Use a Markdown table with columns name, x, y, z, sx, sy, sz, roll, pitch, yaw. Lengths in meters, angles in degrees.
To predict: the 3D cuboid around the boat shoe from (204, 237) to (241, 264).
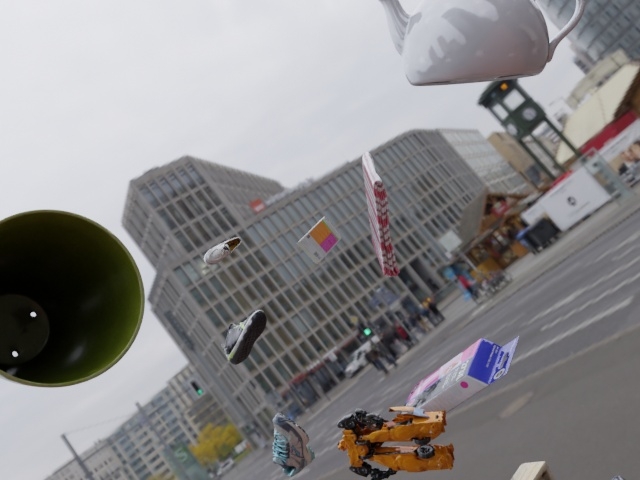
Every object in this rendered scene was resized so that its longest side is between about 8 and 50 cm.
| name | x | y | z | sx | sy | sz | roll | pitch | yaw |
| --- | --- | --- | --- | --- | --- | --- | --- | --- | --- |
| boat shoe | -0.217 | 0.021 | 1.455 | 0.100 | 0.035 | 0.035 | -31 | -1 | -36 |

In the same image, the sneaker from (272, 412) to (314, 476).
| name | x | y | z | sx | sy | sz | roll | pitch | yaw |
| --- | --- | --- | --- | --- | --- | --- | --- | --- | --- |
| sneaker | -0.104 | 0.679 | 2.120 | 0.122 | 0.110 | 0.283 | -44 | -46 | -27 |

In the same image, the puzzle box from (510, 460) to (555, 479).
| name | x | y | z | sx | sy | sz | roll | pitch | yaw |
| --- | --- | --- | --- | --- | --- | --- | --- | --- | --- |
| puzzle box | 0.306 | 0.561 | 0.961 | 0.052 | 0.272 | 0.409 | -27 | 1 | 43 |

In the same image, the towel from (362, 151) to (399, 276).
| name | x | y | z | sx | sy | sz | roll | pitch | yaw |
| --- | --- | --- | --- | --- | --- | --- | --- | --- | --- |
| towel | 0.106 | -0.049 | 1.164 | 0.029 | 0.197 | 0.144 | -10 | 29 | -1 |

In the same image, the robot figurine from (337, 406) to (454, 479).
| name | x | y | z | sx | sy | sz | roll | pitch | yaw |
| --- | --- | --- | --- | --- | --- | --- | --- | --- | --- |
| robot figurine | 0.185 | 0.513 | 1.656 | 0.291 | 0.211 | 0.085 | -8 | 16 | 22 |

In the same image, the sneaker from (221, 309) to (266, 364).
| name | x | y | z | sx | sy | sz | roll | pitch | yaw |
| --- | --- | --- | --- | --- | --- | --- | --- | --- | --- |
| sneaker | -0.247 | 0.282 | 1.970 | 0.084 | 0.097 | 0.234 | -16 | -36 | -50 |

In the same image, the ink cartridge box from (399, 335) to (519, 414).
| name | x | y | z | sx | sy | sz | roll | pitch | yaw |
| --- | --- | --- | --- | --- | --- | --- | --- | --- | --- |
| ink cartridge box | 0.358 | 0.373 | 1.715 | 0.371 | 0.069 | 0.176 | -44 | 0 | 36 |

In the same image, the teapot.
| name | x | y | z | sx | sy | sz | roll | pitch | yaw |
| --- | --- | --- | --- | --- | --- | --- | --- | --- | --- |
| teapot | 0.253 | -0.355 | 1.055 | 0.256 | 0.187 | 0.253 | -12 | 13 | -39 |

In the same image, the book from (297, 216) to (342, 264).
| name | x | y | z | sx | sy | sz | roll | pitch | yaw |
| --- | --- | --- | --- | --- | --- | --- | --- | --- | --- |
| book | 0.000 | 0.000 | 2.129 | 0.144 | 0.096 | 0.035 | -45 | 4 | -40 |

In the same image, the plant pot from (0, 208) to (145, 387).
| name | x | y | z | sx | sy | sz | roll | pitch | yaw |
| --- | --- | --- | --- | --- | --- | --- | --- | --- | --- |
| plant pot | -0.480 | 0.124 | 1.084 | 0.275 | 0.274 | 0.293 | -30 | 3 | -40 |

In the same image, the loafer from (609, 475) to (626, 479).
| name | x | y | z | sx | sy | sz | roll | pitch | yaw |
| --- | --- | --- | --- | --- | --- | --- | --- | --- | --- |
| loafer | 0.599 | 0.597 | 1.277 | 0.302 | 0.095 | 0.109 | -43 | -14 | -52 |
